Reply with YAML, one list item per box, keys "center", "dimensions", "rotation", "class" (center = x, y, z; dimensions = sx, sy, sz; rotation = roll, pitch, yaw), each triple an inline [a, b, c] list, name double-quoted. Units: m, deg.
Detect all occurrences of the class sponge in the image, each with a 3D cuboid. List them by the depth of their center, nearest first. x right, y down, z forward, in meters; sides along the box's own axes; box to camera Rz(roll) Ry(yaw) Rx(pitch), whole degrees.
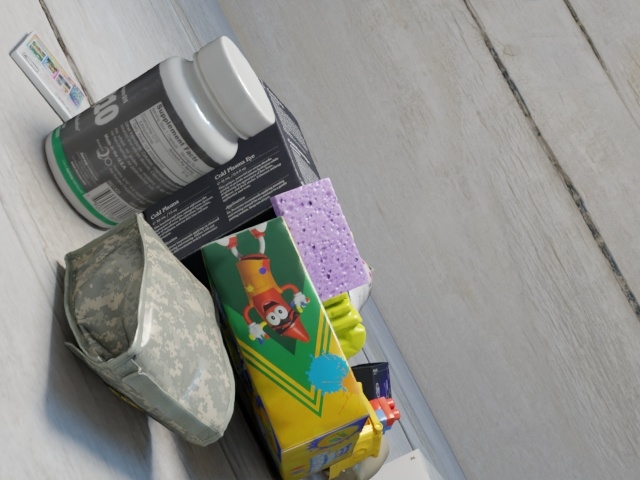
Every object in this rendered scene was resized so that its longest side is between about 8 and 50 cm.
- center: [0.000, 0.000, 1.455]
  dimensions: [0.031, 0.117, 0.210]
  rotation: [-18, -86, 64]
  class: "sponge"

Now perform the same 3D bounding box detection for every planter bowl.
- center: [0.067, 0.504, 1.858]
  dimensions: [0.162, 0.162, 0.109]
  rotation: [58, 37, -19]
  class: "planter bowl"

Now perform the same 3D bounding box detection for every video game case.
- center: [-0.513, -0.311, 1.519]
  dimensions: [0.157, 0.019, 0.143]
  rotation: [55, 12, -27]
  class: "video game case"

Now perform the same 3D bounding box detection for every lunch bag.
- center: [-0.250, 0.147, 1.173]
  dimensions: [0.235, 0.169, 0.287]
  rotation: [54, 8, -40]
  class: "lunch bag"

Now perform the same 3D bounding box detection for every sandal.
- center: [0.002, 0.076, 1.575]
  dimensions: [0.138, 0.126, 0.317]
  rotation: [-135, -144, -62]
  class: "sandal"

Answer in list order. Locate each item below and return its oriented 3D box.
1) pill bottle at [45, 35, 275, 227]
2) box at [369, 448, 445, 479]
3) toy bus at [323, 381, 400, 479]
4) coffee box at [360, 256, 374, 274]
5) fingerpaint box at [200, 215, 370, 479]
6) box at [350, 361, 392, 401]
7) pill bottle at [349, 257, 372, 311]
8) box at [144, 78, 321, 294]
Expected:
- center: [-0.274, -0.190, 1.395]
  dimensions: [0.204, 0.361, 0.204]
  rotation: [58, 10, -17]
  class: "pill bottle"
- center: [0.285, 0.755, 2.154]
  dimensions: [0.345, 0.168, 0.215]
  rotation: [53, 13, -40]
  class: "box"
- center: [0.059, 0.386, 1.783]
  dimensions: [0.220, 0.211, 0.149]
  rotation: [-123, -156, -43]
  class: "toy bus"
- center: [-0.011, 0.066, 2.272]
  dimensions: [0.297, 0.119, 0.168]
  rotation: [10, 26, -49]
  class: "coffee box"
- center: [-0.070, 0.226, 1.475]
  dimensions: [0.445, 0.163, 0.371]
  rotation: [95, -28, -67]
  class: "fingerpaint box"
- center: [0.135, 0.446, 2.280]
  dimensions: [0.261, 0.103, 0.184]
  rotation: [20, 61, -74]
  class: "box"
- center: [0.020, 0.132, 1.876]
  dimensions: [0.160, 0.160, 0.283]
  rotation: [60, 20, -5]
  class: "pill bottle"
- center: [-0.182, -0.102, 1.660]
  dimensions: [0.179, 0.343, 0.312]
  rotation: [44, 21, -55]
  class: "box"
